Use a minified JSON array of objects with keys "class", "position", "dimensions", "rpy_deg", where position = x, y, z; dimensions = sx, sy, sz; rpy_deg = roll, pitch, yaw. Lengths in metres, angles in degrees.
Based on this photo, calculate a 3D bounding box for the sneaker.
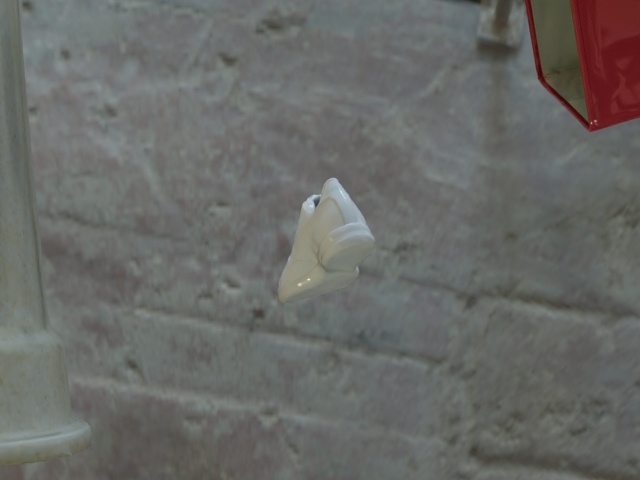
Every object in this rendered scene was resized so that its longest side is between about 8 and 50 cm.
[{"class":"sneaker","position":[0.000,0.000,1.687],"dimensions":[0.080,0.212,0.094],"rpy_deg":[-13,73,-24]}]

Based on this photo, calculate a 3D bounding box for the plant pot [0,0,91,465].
[{"class":"plant pot","position":[-0.292,-0.040,0.877],"dimensions":[0.334,0.334,0.305],"rpy_deg":[2,88,-3]}]

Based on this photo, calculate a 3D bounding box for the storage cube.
[{"class":"storage cube","position":[0.328,-0.248,1.626],"dimensions":[0.193,0.215,0.183],"rpy_deg":[-16,25,-4]}]
